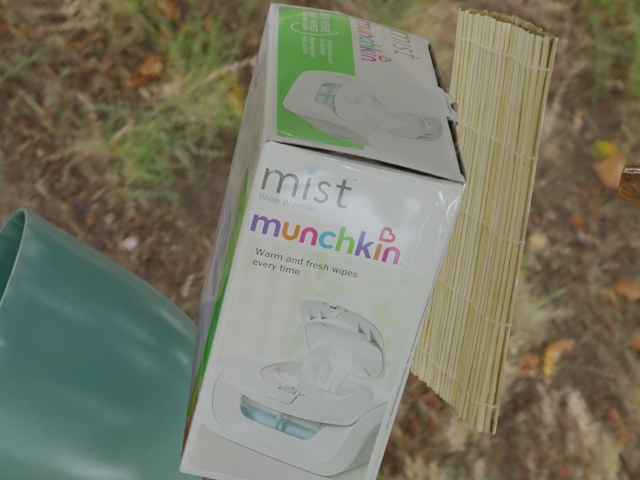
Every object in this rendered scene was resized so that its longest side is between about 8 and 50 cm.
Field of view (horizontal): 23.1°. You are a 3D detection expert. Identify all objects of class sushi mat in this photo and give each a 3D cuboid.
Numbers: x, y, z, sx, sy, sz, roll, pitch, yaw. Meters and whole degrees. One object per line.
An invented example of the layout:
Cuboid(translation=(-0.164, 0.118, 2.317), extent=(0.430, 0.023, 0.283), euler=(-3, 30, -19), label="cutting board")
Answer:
Cuboid(translation=(0.124, -0.021, 1.240), extent=(0.019, 0.151, 0.317), euler=(2, 103, -20), label="sushi mat")

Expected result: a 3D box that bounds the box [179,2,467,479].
Cuboid(translation=(0.000, 0.000, 1.021), extent=(0.126, 0.231, 0.262), euler=(12, 25, -6), label="box")

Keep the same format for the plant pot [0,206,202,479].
Cuboid(translation=(-0.225, 0.150, 1.417), extent=(0.235, 0.293, 0.293), euler=(25, 48, -17), label="plant pot")

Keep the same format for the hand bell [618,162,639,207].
Cuboid(translation=(0.255, -0.008, 0.718), extent=(0.126, 0.242, 0.126), euler=(-36, 132, -55), label="hand bell")
